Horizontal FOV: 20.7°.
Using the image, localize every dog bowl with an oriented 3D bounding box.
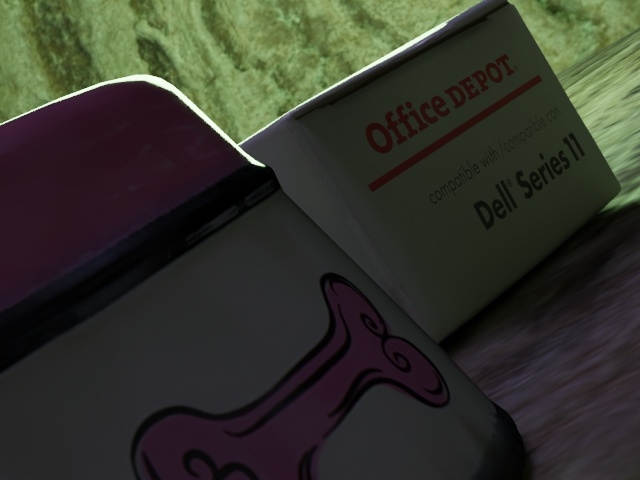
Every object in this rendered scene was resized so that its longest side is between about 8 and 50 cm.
[{"bbox_3d":[-0.153,0.099,0.500,0.408,0.150,0.408,-30,4,2],"label":"dog bowl"}]

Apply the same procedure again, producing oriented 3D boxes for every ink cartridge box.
[{"bbox_3d":[0.000,0.000,0.845,0.353,0.119,0.207,-29,3,40],"label":"ink cartridge box"}]
